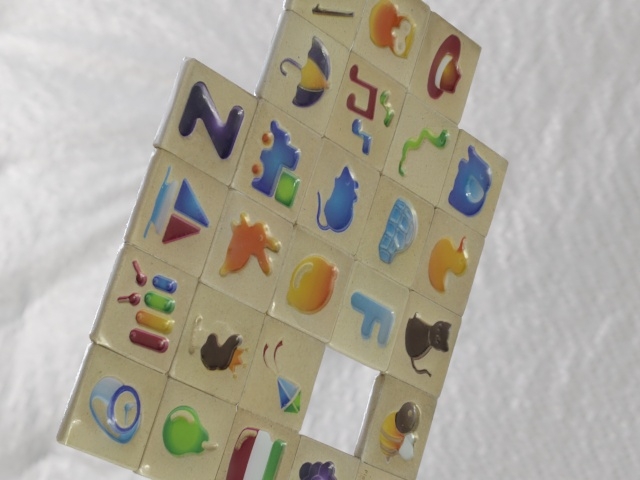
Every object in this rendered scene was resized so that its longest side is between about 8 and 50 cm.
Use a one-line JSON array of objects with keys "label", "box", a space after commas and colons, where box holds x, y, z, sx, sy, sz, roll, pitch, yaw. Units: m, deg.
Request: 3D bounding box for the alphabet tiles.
[{"label": "alphabet tiles", "box": [0.000, 0.000, 0.754, 0.009, 0.198, 0.237, 4, -108, 45]}]
